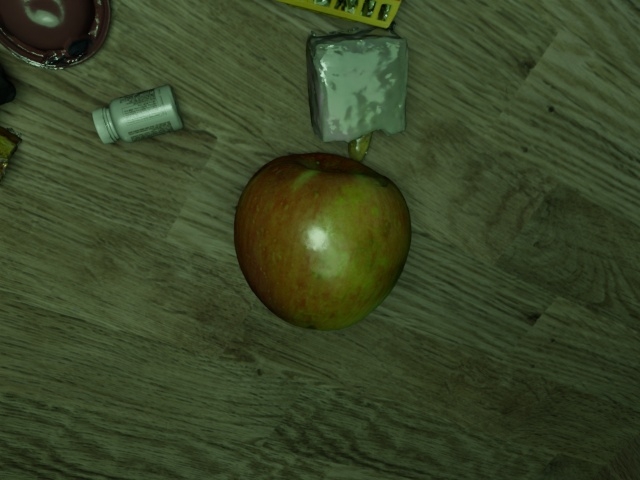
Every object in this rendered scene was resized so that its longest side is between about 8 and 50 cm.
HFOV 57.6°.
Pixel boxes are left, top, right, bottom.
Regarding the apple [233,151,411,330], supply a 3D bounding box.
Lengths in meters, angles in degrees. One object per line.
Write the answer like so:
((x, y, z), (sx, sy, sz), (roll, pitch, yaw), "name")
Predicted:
((0.000, 0.000, 1.093), (0.340, 0.339, 0.339), (-7, 122, -11), "apple")

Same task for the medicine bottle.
((-0.318, -0.216, 1.018), (0.140, 0.079, 0.079), (-17, 124, -5), "medicine bottle")

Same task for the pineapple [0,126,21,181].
((-0.555, -0.144, 0.994), (0.069, 0.137, 0.116), (36, 64, -34), "pineapple")

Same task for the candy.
((0.069, -0.284, 1.047), (0.185, 0.137, 0.195), (-8, 116, -11), "candy")

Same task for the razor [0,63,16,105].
((-0.642, -0.188, 0.903), (0.204, 0.113, 0.349), (44, 102, -7), "razor")

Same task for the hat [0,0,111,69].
((-0.428, -0.362, 0.894), (0.206, 0.089, 0.205), (-7, 123, -12), "hat")

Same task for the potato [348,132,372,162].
((0.077, -0.201, 1.159), (0.047, 0.045, 0.092), (15, 109, -4), "potato")

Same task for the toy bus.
((-0.030, -0.443, 0.939), (0.336, 0.121, 0.122), (6, 127, -20), "toy bus")
